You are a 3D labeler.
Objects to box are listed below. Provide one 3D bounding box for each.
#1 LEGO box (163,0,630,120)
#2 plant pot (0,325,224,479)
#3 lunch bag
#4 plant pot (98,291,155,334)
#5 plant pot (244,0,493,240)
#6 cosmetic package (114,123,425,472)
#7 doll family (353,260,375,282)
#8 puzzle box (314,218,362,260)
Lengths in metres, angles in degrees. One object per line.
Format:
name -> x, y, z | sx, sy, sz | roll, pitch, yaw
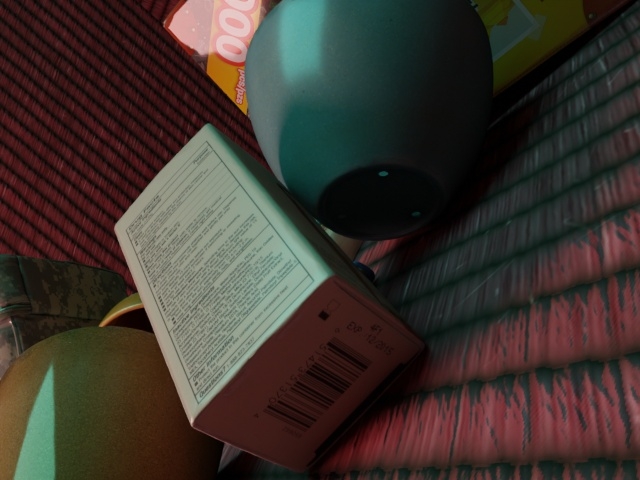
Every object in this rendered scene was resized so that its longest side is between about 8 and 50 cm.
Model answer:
LEGO box -> 0.091, -0.333, 0.939 | 0.500, 0.372, 0.193 | -35, 15, 38
plant pot -> -0.200, 0.244, 0.620 | 0.237, 0.237, 0.254 | -46, 24, 15
lunch bag -> -0.400, 0.182, 1.014 | 0.212, 0.256, 0.305 | -32, -21, 13
plant pot -> -0.210, 0.145, 1.015 | 0.205, 0.205, 0.188 | -47, 14, 14
plant pot -> 0.058, -0.116, 0.781 | 0.290, 0.290, 0.196 | -41, 40, 43
cosmetic package -> -0.062, 0.034, 0.622 | 0.153, 0.129, 0.296 | -47, 39, 7
doll family -> -0.063, 0.103, 0.790 | 0.263, 0.118, 0.163 | -43, 10, 32
puzzle box -> 0.000, 0.000, 1.183 | 0.272, 0.052, 0.409 | -42, 10, 37
